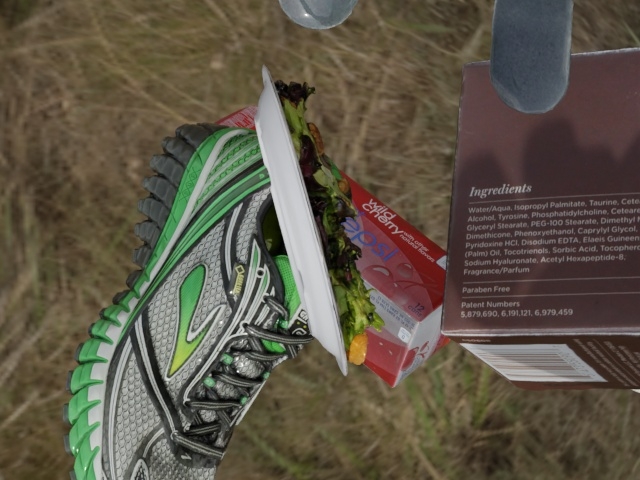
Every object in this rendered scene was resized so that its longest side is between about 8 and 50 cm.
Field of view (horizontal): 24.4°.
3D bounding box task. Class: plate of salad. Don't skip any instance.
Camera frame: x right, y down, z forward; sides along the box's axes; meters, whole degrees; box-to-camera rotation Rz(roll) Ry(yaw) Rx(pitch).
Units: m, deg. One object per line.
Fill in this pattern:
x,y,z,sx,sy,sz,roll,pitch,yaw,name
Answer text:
-0.001,-0.015,0.921,0.048,0.200,0.200,-15,87,-2,plate of salad

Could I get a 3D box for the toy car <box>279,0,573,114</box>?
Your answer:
0.051,-0.136,0.446,0.155,0.149,0.188,25,117,13,toy car

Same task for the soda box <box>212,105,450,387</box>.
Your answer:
0.000,0.000,1.257,0.263,0.083,0.092,39,140,20,soda box

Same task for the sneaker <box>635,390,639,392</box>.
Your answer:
0.283,0.072,1.212,0.058,0.152,0.084,26,110,24,sneaker

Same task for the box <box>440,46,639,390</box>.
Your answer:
0.196,-0.009,1.047,0.167,0.168,0.203,-2,72,27,box

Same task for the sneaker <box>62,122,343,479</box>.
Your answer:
-0.078,0.069,1.069,0.146,0.134,0.343,5,70,27,sneaker
